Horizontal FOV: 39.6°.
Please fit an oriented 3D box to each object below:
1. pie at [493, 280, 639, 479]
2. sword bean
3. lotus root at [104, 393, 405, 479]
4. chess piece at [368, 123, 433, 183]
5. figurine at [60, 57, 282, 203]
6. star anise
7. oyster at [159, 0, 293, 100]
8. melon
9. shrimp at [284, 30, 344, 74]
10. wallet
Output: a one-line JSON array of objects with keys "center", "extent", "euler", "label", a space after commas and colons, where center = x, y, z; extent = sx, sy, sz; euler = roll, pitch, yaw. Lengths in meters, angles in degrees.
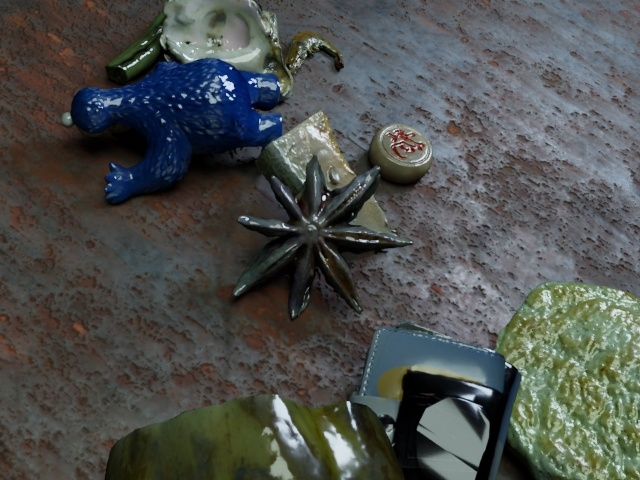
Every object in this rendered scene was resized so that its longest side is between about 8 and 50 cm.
[{"center": [0.308, 0.162, 0.950], "extent": [0.257, 0.106, 0.275], "euler": [10, 49, 4], "label": "pie"}, {"center": [-0.208, -0.296, 1.205], "extent": [0.043, 0.038, 0.269], "euler": [41, 48, -15], "label": "sword bean"}, {"center": [-0.030, 0.299, 0.660], "extent": [0.250, 0.250, 0.346], "euler": [-1, 54, -17], "label": "lotus root"}, {"center": [0.104, -0.112, 1.147], "extent": [0.083, 0.038, 0.084], "euler": [9, 49, -10], "label": "chess piece"}, {"center": [-0.168, -0.155, 1.049], "extent": [0.262, 0.121, 0.164], "euler": [-14, 61, -23], "label": "figurine"}, {"center": [0.000, 0.000, 0.983], "extent": [0.180, 0.061, 0.205], "euler": [31, 85, -2], "label": "star anise"}, {"center": [-0.118, -0.249, 1.177], "extent": [0.163, 0.081, 0.191], "euler": [-39, 85, -17], "label": "oyster"}, {"center": [0.011, -0.054, 1.045], "extent": [0.098, 0.054, 0.182], "euler": [-34, 92, -23], "label": "melon"}, {"center": [-0.008, -0.252, 1.236], "extent": [0.083, 0.023, 0.114], "euler": [25, 46, 0], "label": "shrimp"}, {"center": [0.099, 0.197, 0.866], "extent": [0.170, 0.069, 0.231], "euler": [16, 55, 9], "label": "wallet"}]
